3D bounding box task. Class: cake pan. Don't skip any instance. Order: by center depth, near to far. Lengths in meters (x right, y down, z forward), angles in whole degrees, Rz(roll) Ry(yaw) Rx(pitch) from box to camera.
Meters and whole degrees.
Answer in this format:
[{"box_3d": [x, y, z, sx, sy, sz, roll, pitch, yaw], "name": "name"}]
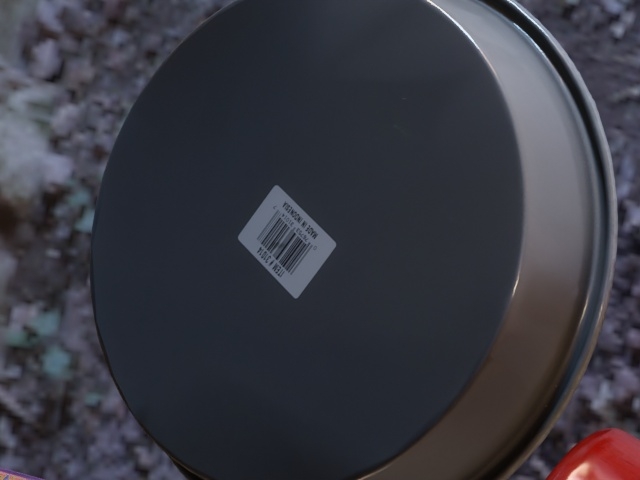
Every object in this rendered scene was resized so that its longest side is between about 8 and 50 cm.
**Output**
[{"box_3d": [0.000, 0.000, 0.892, 0.293, 0.054, 0.293, -8, 76, 33], "name": "cake pan"}]

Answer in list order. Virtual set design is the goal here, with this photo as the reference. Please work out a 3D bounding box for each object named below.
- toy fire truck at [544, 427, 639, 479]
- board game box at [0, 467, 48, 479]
[{"box_3d": [0.147, 0.103, 0.617, 0.158, 0.217, 0.246, 33, 103, 18], "name": "toy fire truck"}, {"box_3d": [-0.219, 0.197, 1.192, 0.141, 0.170, 0.048, 129, 154, -48], "name": "board game box"}]
